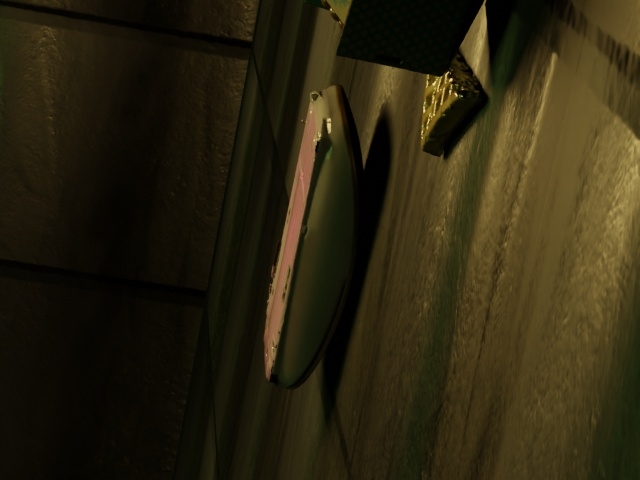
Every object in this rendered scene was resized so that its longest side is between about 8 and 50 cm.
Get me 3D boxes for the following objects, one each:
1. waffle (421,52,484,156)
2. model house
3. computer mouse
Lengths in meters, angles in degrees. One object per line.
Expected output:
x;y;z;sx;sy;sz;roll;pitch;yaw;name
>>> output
0.102;-0.128;1.492;0.152;0.023;0.097;122;155;-75;waffle
0.050;-0.226;1.431;0.206;0.271;0.178;54;147;25;model house
0.000;0.000;1.930;0.158;0.072;0.310;-97;17;-61;computer mouse
